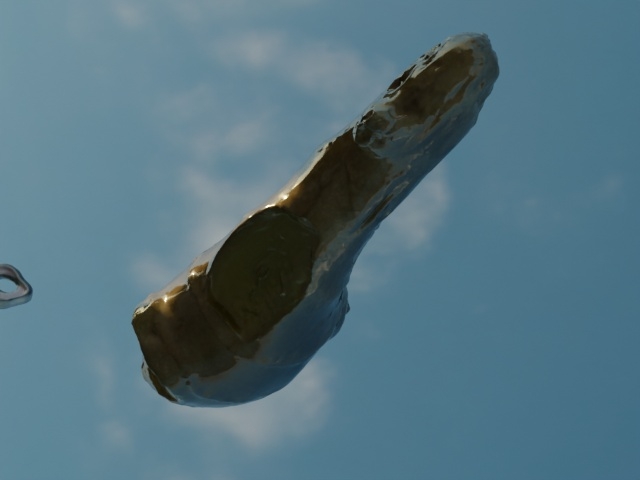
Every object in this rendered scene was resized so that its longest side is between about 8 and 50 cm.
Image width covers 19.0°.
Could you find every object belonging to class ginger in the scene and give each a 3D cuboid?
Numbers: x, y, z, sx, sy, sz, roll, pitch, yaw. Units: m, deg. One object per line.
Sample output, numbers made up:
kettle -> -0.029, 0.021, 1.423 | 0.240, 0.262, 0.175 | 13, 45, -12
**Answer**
ginger -> 0.000, 0.000, 1.043 | 0.294, 0.131, 0.086 | -46, -123, 29

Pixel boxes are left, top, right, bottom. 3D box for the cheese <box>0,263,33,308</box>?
cheese -> -0.316, 0.055, 1.406 | 0.137, 0.227, 0.064 | 48, -42, 32
